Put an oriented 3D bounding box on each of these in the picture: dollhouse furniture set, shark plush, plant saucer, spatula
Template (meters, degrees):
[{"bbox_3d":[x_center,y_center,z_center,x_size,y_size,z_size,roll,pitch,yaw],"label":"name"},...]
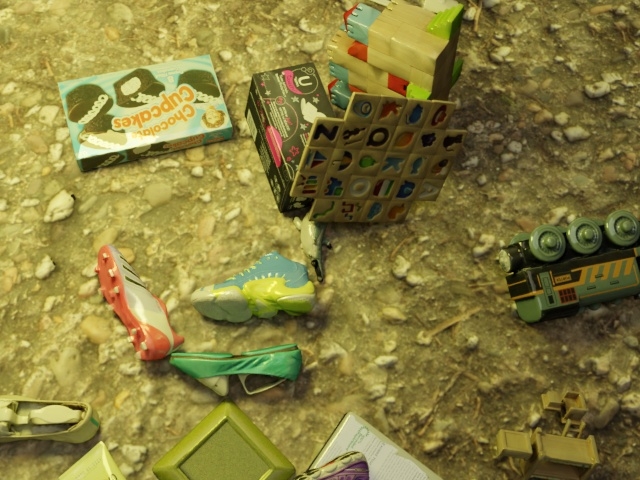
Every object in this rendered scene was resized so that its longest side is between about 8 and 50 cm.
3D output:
[{"bbox_3d":[0.410,0.366,1.400,0.182,0.101,0.161,10,43,-4],"label":"dollhouse furniture set"},{"bbox_3d":[0.000,0.000,1.488,0.067,0.073,0.161,8,59,-38],"label":"shark plush"},{"bbox_3d":[-0.170,0.407,1.307,0.188,0.045,0.188,45,69,9],"label":"plant saucer"},{"bbox_3d":[0.199,-0.553,1.754,0.242,0.019,0.168,21,73,1],"label":"spatula"}]

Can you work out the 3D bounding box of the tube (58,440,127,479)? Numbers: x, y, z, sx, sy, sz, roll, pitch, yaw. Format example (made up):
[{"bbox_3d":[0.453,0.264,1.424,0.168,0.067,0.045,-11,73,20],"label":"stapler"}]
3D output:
[{"bbox_3d":[-0.340,0.465,1.255,0.240,0.062,0.070,45,29,15],"label":"tube"}]

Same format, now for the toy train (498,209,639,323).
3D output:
[{"bbox_3d":[0.531,0.053,1.506,0.334,0.142,0.190,-10,83,-14],"label":"toy train"}]

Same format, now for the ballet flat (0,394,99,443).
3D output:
[{"bbox_3d":[-0.514,0.307,1.277,0.248,0.086,0.086,2,69,-7],"label":"ballet flat"}]

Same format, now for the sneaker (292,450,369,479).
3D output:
[{"bbox_3d":[0.009,0.418,1.242,0.170,0.068,0.071,-19,80,-16],"label":"sneaker"}]

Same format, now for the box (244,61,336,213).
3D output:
[{"bbox_3d":[-0.047,-0.208,1.502,0.142,0.163,0.247,-14,72,-17],"label":"box"}]

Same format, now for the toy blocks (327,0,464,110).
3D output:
[{"bbox_3d":[0.132,-0.357,1.497,0.261,0.381,0.191,29,68,16],"label":"toy blocks"}]

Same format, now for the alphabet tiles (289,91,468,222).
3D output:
[{"bbox_3d":[0.117,-0.151,1.424,0.342,0.285,0.011,0,38,-28],"label":"alphabet tiles"}]

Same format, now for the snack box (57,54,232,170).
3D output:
[{"bbox_3d":[-0.364,-0.270,1.536,0.322,0.060,0.187,-15,72,-14],"label":"snack box"}]

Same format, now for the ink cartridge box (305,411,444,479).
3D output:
[{"bbox_3d":[0.089,0.530,1.284,0.330,0.071,0.324,37,69,3],"label":"ink cartridge box"}]

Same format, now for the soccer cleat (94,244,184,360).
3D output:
[{"bbox_3d":[-0.346,0.114,1.389,0.095,0.083,0.248,-12,62,-44],"label":"soccer cleat"}]

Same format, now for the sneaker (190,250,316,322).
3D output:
[{"bbox_3d":[-0.129,0.087,1.429,0.240,0.091,0.126,2,50,-7],"label":"sneaker"}]

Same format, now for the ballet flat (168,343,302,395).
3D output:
[{"bbox_3d":[-0.155,0.243,1.357,0.247,0.083,0.087,-3,83,-7],"label":"ballet flat"}]
